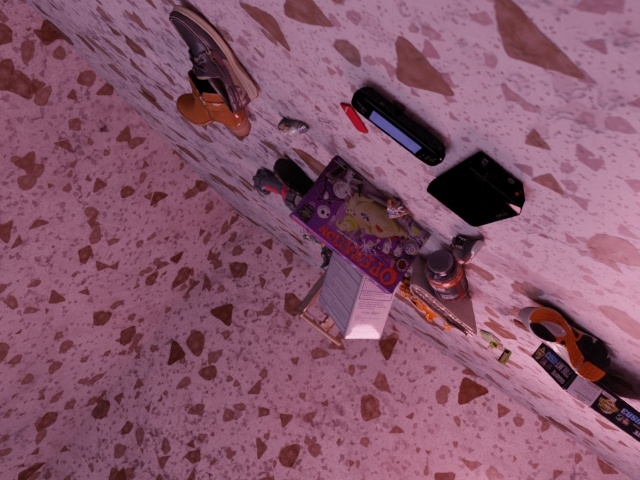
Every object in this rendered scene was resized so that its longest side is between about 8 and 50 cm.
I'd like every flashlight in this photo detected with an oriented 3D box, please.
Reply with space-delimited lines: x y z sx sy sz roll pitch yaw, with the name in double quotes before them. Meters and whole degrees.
"flashlight" -0.157 -0.191 1.920 0.304 0.103 0.103 25 168 48

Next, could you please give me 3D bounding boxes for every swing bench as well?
"swing bench" 0.043 0.282 2.205 0.255 0.253 0.165 41 171 -18

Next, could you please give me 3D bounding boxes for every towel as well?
"towel" 0.389 0.178 1.582 0.282 0.049 0.187 40 -152 -12

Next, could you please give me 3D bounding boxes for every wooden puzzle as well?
"wooden puzzle" 0.631 0.268 1.547 0.083 0.006 0.049 30 168 38

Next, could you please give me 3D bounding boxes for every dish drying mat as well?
"dish drying mat" 0.070 -0.255 1.031 0.032 0.008 0.083 27 166 45

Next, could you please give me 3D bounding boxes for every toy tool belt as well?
"toy tool belt" 0.202 -0.086 1.285 0.051 0.052 0.083 1 163 16

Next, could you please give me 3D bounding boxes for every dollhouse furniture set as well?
"dollhouse furniture set" 0.685 0.422 1.957 0.152 0.058 0.076 40 170 -17

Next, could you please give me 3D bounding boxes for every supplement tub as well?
"supplement tub" 0.359 0.098 1.412 0.106 0.106 0.198 31 169 33

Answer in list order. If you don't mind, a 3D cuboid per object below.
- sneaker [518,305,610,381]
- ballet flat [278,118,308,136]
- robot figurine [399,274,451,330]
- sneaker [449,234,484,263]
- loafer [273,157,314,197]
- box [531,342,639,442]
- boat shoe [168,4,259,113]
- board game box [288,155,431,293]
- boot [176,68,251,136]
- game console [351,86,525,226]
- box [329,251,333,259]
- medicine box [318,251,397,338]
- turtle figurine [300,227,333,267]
"sneaker" 0.627 0.253 1.277 0.262 0.099 0.121 42 -177 -5
"ballet flat" -0.075 -0.291 1.293 0.114 0.041 0.041 27 166 47
"robot figurine" 0.422 0.240 1.949 0.291 0.085 0.211 43 168 -34
"sneaker" 0.347 0.018 1.207 0.065 0.061 0.158 42 171 7
"loafer" -0.089 -0.198 1.684 0.220 0.080 0.078 43 168 -36
"box" 0.782 0.436 1.411 0.293 0.073 0.295 37 -173 3
"boat shoe" -0.258 -0.419 1.174 0.103 0.092 0.285 29 168 41
"board game box" 0.112 -0.039 1.329 0.347 0.208 0.056 38 171 -12
"boot" -0.351 -0.419 1.462 0.284 0.109 0.220 31 171 21
"game console" 0.203 -0.155 0.924 0.361 0.044 0.213 38 171 -2
"box" 0.189 0.131 2.124 0.191 0.143 0.381 33 168 24
"medicine box" 0.136 0.164 1.776 0.149 0.289 0.263 7 -160 -25
"turtle figurine" 0.000 0.000 2.136 0.234 0.118 0.175 67 169 -4
